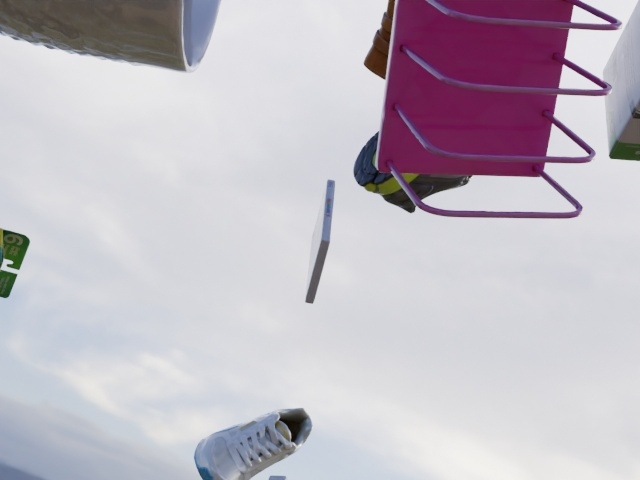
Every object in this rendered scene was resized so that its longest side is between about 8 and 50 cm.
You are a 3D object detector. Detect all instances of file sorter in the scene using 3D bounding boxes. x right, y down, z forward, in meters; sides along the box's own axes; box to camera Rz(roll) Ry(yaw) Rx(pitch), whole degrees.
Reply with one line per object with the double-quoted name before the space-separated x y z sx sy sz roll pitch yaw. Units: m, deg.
"file sorter" 0.193 -0.181 1.250 0.202 0.291 0.182 1 23 -13

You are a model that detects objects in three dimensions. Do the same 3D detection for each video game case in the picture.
"video game case" 0.000 0.000 1.306 0.011 0.122 0.087 12 -56 -4

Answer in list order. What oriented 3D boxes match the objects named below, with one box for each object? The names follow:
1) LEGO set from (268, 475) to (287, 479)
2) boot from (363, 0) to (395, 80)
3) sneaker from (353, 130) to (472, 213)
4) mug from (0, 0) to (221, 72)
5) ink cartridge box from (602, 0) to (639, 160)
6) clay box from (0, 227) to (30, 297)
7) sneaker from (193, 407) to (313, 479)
"LEGO set" 0.004 0.355 1.211 0.087 0.093 0.227 -4 -56 26
"boot" 0.121 -0.336 1.669 0.283 0.109 0.220 24 -52 -24
"sneaker" 0.193 -0.148 1.654 0.300 0.111 0.121 -32 -42 16
"mug" -0.260 -0.366 1.205 0.327 0.374 0.276 10 -39 2
"ink cartridge box" 0.475 -0.234 1.671 0.092 0.160 0.219 4 -26 -3
"clay box" -0.432 0.031 1.264 0.222 0.053 0.127 9 -40 -23
"sneaker" -0.097 0.294 1.707 0.092 0.087 0.228 -33 -6 30
